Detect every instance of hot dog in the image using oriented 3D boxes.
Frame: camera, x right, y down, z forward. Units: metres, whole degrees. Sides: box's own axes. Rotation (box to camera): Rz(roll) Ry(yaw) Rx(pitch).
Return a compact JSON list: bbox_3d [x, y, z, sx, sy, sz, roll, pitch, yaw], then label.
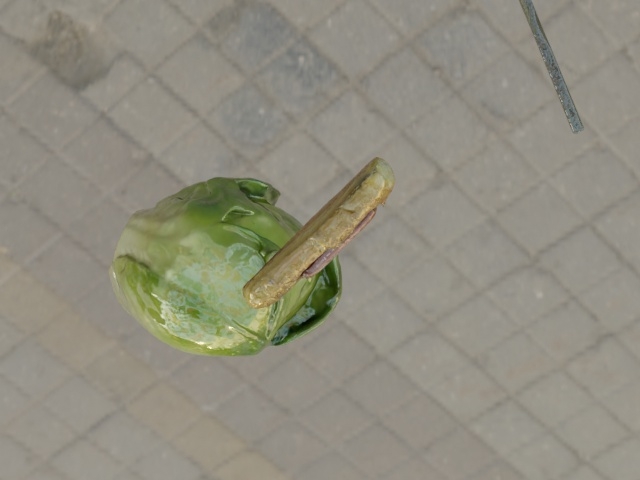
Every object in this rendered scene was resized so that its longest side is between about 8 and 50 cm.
[{"bbox_3d":[0.000,0.000,1.434,0.047,0.066,0.215,45,106,-2],"label":"hot dog"}]

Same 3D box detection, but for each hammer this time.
[{"bbox_3d":[0.165,-0.226,1.165,0.029,0.058,0.292,-22,92,9],"label":"hammer"}]

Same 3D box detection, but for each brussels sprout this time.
[{"bbox_3d":[-0.119,0.033,1.761,0.294,0.259,0.227,12,97,8],"label":"brussels sprout"}]
